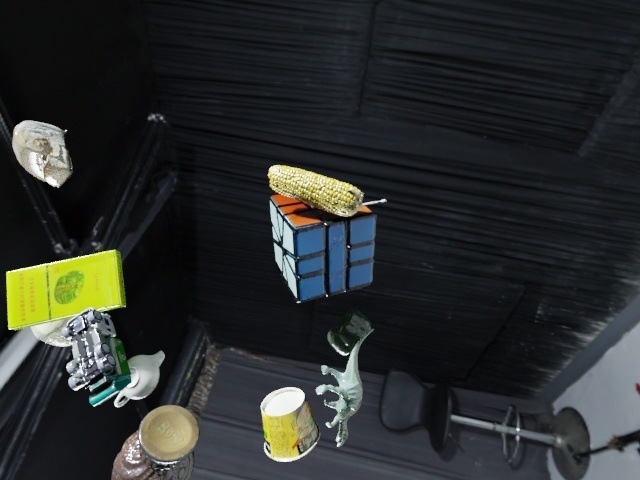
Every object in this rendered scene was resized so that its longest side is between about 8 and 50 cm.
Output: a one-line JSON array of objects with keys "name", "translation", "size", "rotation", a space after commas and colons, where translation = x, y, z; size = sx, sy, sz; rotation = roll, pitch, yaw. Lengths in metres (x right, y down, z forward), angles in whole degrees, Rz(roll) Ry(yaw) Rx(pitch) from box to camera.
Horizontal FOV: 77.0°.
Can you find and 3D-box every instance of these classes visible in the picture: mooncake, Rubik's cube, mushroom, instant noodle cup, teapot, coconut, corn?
[{"name": "mooncake", "translation": [0.105, 0.334, 1.491], "size": [0.175, 0.104, 0.168], "rotation": [-47, -3, -40]}, {"name": "Rubik's cube", "translation": [0.000, 0.000, 1.357], "size": [0.293, 0.283, 0.289], "rotation": [-124, 27, -53]}, {"name": "mushroom", "translation": [-1.008, -0.294, 1.420], "size": [0.173, 0.162, 0.236], "rotation": [17, -142, -53]}, {"name": "instant noodle cup", "translation": [-0.085, 0.461, 1.031], "size": [0.151, 0.151, 0.122], "rotation": [-65, -38, -76]}, {"name": "teapot", "translation": [-0.640, 0.481, 1.397], "size": [0.226, 0.145, 0.092], "rotation": [-51, -22, -5]}, {"name": "coconut", "translation": [-1.014, 0.293, 1.611], "size": [0.230, 0.227, 0.227], "rotation": [-55, -5, -3]}, {"name": "corn", "translation": [-0.018, -0.146, 1.176], "size": [0.106, 0.293, 0.106], "rotation": [17, -90, -86]}]

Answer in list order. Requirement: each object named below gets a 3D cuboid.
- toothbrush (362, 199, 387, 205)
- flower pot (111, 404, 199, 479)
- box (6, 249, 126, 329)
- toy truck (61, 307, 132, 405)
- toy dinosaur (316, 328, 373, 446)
[{"name": "toothbrush", "translation": [0.143, -0.101, 1.074], "size": [0.097, 0.008, 0.006], "rotation": [-3, 83, 58]}, {"name": "flower pot", "translation": [-0.538, 0.712, 1.351], "size": [0.267, 0.266, 0.267], "rotation": [-73, 9, -62]}, {"name": "box", "translation": [-0.804, 0.154, 1.277], "size": [0.047, 0.334, 0.187], "rotation": [101, 155, -73]}, {"name": "toy truck", "translation": [-0.605, 0.315, 1.097], "size": [0.253, 0.114, 0.124], "rotation": [57, 178, 30]}, {"name": "toy dinosaur", "translation": [0.082, 0.476, 1.357], "size": [0.092, 0.205, 0.393], "rotation": [-5, 56, 59]}]
